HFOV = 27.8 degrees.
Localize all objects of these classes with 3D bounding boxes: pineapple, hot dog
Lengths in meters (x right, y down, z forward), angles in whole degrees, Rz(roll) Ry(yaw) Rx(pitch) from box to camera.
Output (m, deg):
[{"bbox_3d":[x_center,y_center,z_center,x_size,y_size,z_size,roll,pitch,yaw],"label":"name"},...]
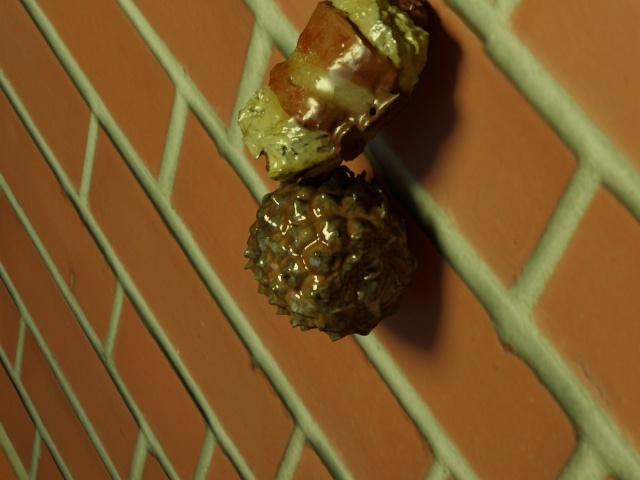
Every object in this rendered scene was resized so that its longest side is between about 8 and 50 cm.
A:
[{"bbox_3d":[0.000,0.000,1.260,0.193,0.166,0.166,39,135,48],"label":"pineapple"},{"bbox_3d":[0.020,-0.136,1.174,0.213,0.103,0.146,-48,42,23],"label":"hot dog"}]
